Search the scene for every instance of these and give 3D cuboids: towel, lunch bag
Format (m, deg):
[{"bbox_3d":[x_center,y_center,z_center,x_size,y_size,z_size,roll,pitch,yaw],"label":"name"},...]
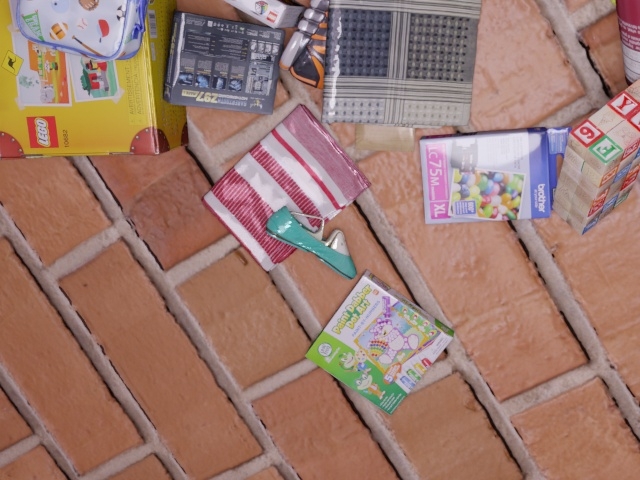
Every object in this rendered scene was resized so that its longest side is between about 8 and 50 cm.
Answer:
[{"bbox_3d":[-0.082,-0.109,1.712,0.329,0.037,0.237,-40,94,18],"label":"towel"},{"bbox_3d":[0.163,-0.380,1.526,0.324,0.056,0.312,0,104,-16],"label":"towel"},{"bbox_3d":[-0.429,-0.486,1.436,0.243,0.115,0.303,14,106,4],"label":"lunch bag"}]

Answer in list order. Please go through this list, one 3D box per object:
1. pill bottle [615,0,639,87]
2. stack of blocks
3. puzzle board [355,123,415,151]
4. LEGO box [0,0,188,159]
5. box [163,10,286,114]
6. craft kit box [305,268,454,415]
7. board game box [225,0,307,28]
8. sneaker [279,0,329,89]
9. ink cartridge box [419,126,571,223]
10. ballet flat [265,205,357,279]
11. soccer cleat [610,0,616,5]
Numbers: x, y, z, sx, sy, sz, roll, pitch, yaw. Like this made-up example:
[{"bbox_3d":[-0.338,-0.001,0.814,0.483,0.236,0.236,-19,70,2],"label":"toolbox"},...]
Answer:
[{"bbox_3d":[0.643,-0.374,1.343,0.224,0.224,0.392,-14,124,15],"label":"pill bottle"},{"bbox_3d":[0.541,-0.147,1.434,0.171,0.297,0.087,-37,65,-7],"label":"stack of blocks"},{"bbox_3d":[0.139,-0.240,1.644,0.128,0.011,0.096,3,104,10],"label":"puzzle board"},{"bbox_3d":[-0.504,-0.431,1.623,0.372,0.193,0.500,1,105,11],"label":"LEGO box"},{"bbox_3d":[-0.198,-0.363,1.586,0.233,0.059,0.183,1,109,-29],"label":"box"},{"bbox_3d":[0.133,0.235,1.755,0.247,0.061,0.250,35,109,3],"label":"craft kit box"},{"bbox_3d":[-0.187,-0.519,1.537,0.305,0.193,0.053,30,109,2],"label":"board game box"},{"bbox_3d":[0.064,-0.451,1.558,0.180,0.124,0.321,28,111,-8],"label":"sneaker"},{"bbox_3d":[0.369,-0.135,1.603,0.311,0.065,0.185,-3,105,10],"label":"ink cartridge box"},{"bbox_3d":[0.000,0.000,1.672,0.247,0.083,0.087,30,101,-22],"label":"ballet flat"},{"bbox_3d":[0.667,-0.537,1.414,0.121,0.093,0.289,42,108,-4],"label":"soccer cleat"}]
